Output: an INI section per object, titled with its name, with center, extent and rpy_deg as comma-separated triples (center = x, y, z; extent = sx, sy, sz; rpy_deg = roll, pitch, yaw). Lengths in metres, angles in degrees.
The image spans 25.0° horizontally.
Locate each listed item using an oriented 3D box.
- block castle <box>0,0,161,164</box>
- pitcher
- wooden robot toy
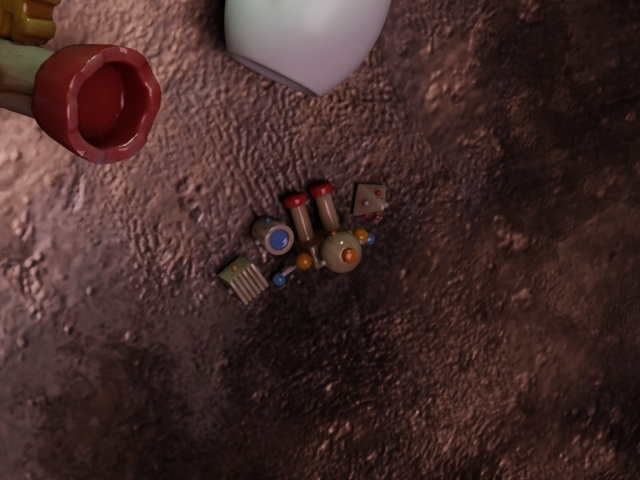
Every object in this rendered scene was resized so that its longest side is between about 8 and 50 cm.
[block castle]
center = -0.277, -0.212, 0.888
extent = 0.453, 0.212, 0.303
rpy_deg = 1, 104, -48
[pitcher]
center = -0.004, -0.229, 1.125
extent = 0.207, 0.125, 0.177
rpy_deg = -65, 155, 0
[wooden robot toy]
center = 0.000, 0.000, 1.237
extent = 0.173, 0.079, 0.076
rpy_deg = -24, 114, -18
